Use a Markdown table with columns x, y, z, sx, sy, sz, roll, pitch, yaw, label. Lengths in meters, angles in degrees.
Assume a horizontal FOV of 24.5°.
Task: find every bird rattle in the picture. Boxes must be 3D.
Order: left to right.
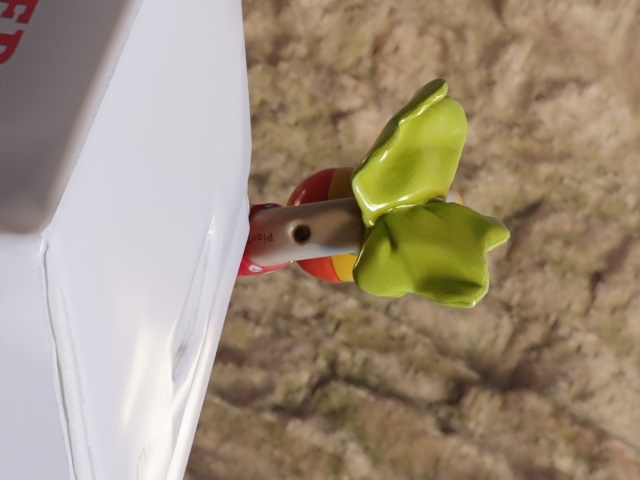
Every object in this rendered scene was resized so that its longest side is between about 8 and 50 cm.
| x | y | z | sx | sy | sz | roll | pitch | yaw | label |
| --- | --- | --- | --- | --- | --- | --- | --- | --- | --- |
| 0.000 | 0.000 | 0.981 | 0.254 | 0.143 | 0.207 | -17 | 175 | 18 | bird rattle |

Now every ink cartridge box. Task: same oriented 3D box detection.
| x | y | z | sx | sy | sz | roll | pitch | yaw | label |
| --- | --- | --- | --- | --- | --- | --- | --- | --- | --- |
| -0.169 | -0.018 | 0.436 | 0.270 | 0.198 | 0.197 | 7 | 137 | 6 | ink cartridge box |
